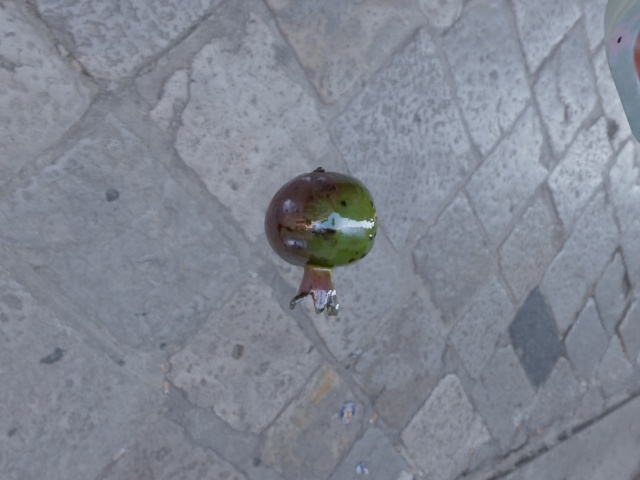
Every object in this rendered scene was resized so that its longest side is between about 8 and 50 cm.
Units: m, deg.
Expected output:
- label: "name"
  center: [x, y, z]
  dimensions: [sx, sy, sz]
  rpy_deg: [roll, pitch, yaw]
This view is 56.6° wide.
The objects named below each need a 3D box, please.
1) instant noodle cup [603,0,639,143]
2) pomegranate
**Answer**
- label: "instant noodle cup"
  center: [0.348, -0.233, 0.375]
  dimensions: [0.294, 0.294, 0.307]
  rpy_deg: [30, 70, -44]
- label: "pomegranate"
  center: [-0.004, -0.002, 0.668]
  dimensions: [0.130, 0.129, 0.159]
  rpy_deg: [10, 106, -44]
